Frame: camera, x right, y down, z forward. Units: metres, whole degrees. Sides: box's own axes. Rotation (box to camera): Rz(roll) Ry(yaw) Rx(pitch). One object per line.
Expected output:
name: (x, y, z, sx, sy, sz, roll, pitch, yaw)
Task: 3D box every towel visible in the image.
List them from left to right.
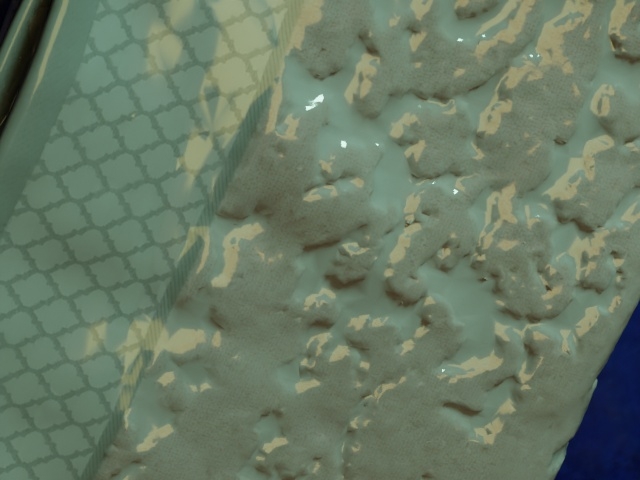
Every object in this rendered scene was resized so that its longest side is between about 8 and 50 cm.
towel: (0.000, 0.000, 0.674, 0.317, 0.053, 0.332, 18, 104, -26)
